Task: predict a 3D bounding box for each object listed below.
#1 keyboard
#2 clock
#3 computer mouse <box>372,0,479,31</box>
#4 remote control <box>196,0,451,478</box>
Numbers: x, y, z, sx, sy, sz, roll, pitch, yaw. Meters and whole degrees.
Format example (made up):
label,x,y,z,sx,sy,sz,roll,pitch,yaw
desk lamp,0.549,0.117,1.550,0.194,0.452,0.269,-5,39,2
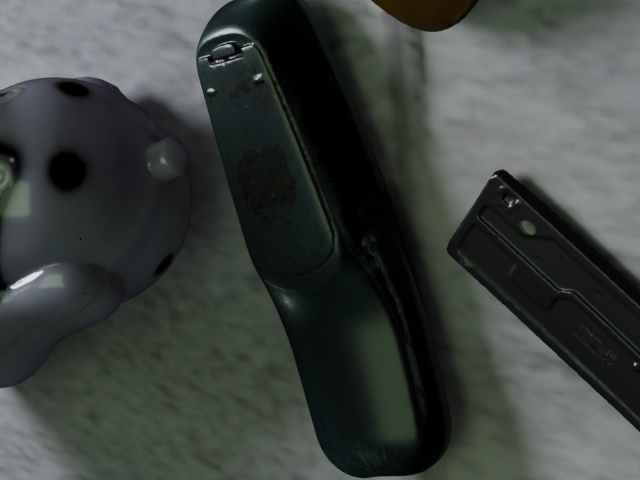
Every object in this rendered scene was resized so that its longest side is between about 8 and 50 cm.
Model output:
label,x,y,z,sx,sy,sz,roll,pitch,yaw
keyboard,0.116,0.038,0.764,0.155,0.010,0.053,45,132,16
clock,-0.169,0.000,0.894,0.254,0.189,0.189,-25,92,38
computer mouse,0.057,-0.183,0.689,0.126,0.056,0.245,49,133,14
remote control,0.000,0.000,0.823,0.072,0.042,0.222,-10,101,45
